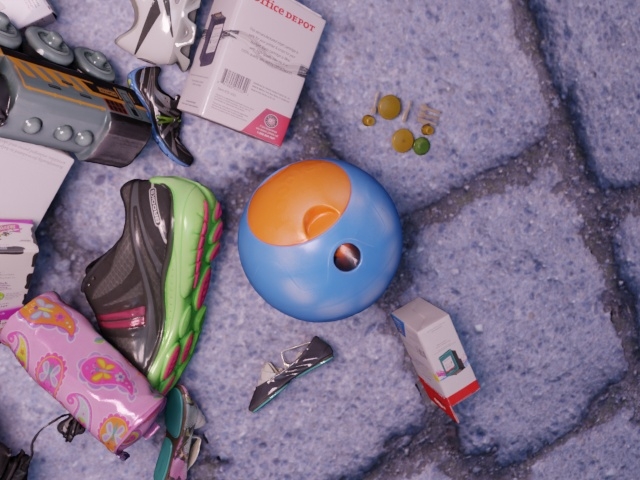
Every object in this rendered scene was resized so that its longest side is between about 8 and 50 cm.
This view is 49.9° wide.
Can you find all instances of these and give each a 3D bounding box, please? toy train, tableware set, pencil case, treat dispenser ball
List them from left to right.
[{"bbox_3d":[-0.406,-0.217,1.025,0.142,0.190,0.334,-45,155,20],"label":"toy train"},{"bbox_3d":[-0.373,0.210,1.094,0.284,0.124,0.124,40,87,7],"label":"pencil case"},{"bbox_3d":[0.000,0.000,1.206,0.288,0.288,0.288,-4,102,-17],"label":"treat dispenser ball"},{"bbox_3d":[0.157,-0.227,1.352,0.154,0.024,0.104,12,100,-21],"label":"tableware set"}]

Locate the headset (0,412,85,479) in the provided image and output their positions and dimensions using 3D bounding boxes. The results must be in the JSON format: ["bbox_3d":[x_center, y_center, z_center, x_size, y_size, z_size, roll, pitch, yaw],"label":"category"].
[{"bbox_3d":[-0.564,0.343,1.139,0.394,0.185,0.243,-17,120,11],"label":"headset"}]

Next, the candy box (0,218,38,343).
[{"bbox_3d":[-0.542,0.069,1.062,0.159,0.071,0.233,1,137,-36],"label":"candy box"}]

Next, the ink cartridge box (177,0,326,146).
[{"bbox_3d":[-0.117,-0.305,1.182,0.172,0.100,0.237,16,96,-39],"label":"ink cartridge box"}]

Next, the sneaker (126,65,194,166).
[{"bbox_3d":[-0.265,-0.214,1.193,0.078,0.067,0.188,-26,106,-8],"label":"sneaker"}]

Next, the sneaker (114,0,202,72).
[{"bbox_3d":[-0.257,-0.455,1.116,0.146,0.122,0.331,10,98,-21],"label":"sneaker"}]

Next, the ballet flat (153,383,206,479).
[{"bbox_3d":[-0.264,0.373,1.319,0.079,0.077,0.221,3,106,-37],"label":"ballet flat"}]

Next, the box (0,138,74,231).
[{"bbox_3d":[-0.512,-0.106,1.059,0.181,0.119,0.182,21,110,-44],"label":"box"}]

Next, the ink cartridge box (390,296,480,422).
[{"bbox_3d":[0.243,0.245,1.416,0.078,0.134,0.231,-29,109,-11],"label":"ink cartridge box"}]

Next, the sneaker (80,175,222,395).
[{"bbox_3d":[-0.316,0.112,1.214,0.202,0.185,0.483,19,100,10],"label":"sneaker"}]

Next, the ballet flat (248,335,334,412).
[{"bbox_3d":[-0.070,0.257,1.359,0.203,0.074,0.074,-35,109,-2],"label":"ballet flat"}]

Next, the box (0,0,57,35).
[{"bbox_3d":[-0.569,-0.405,1.024,0.231,0.127,0.262,-32,109,-10],"label":"box"}]
